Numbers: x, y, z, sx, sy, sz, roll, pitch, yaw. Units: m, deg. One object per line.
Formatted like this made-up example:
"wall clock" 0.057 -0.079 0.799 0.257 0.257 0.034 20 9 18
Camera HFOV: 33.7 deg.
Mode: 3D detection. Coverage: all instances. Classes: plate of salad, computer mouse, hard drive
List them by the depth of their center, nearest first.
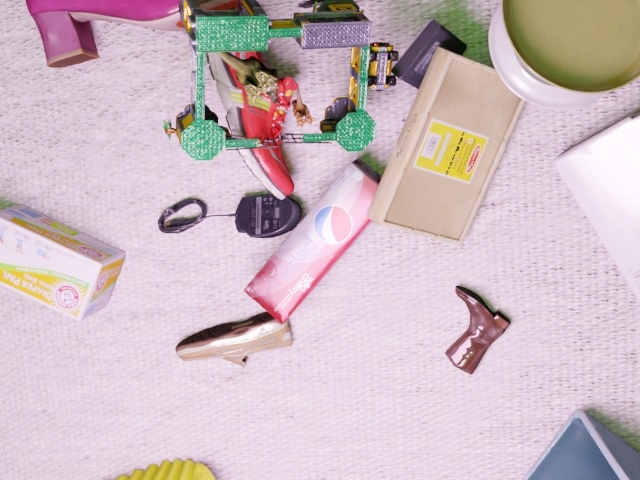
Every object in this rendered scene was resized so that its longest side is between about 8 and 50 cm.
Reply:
"plate of salad" 0.338 -0.282 1.530 0.200 0.048 0.200 1 82 -6
"hard drive" 0.160 -0.264 1.533 0.022 0.135 0.094 43 104 20
"computer mouse" -0.143 -0.034 1.674 0.242 0.041 0.071 -1 76 18

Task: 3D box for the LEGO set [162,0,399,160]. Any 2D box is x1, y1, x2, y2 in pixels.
"LEGO set" -0.073 -0.251 1.504 0.331 0.192 0.255 -11 120 -10

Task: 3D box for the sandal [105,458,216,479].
"sandal" -0.300 0.455 1.738 0.317 0.126 0.138 -19 98 21

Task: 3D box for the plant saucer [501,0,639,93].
"plant saucer" 0.368 -0.319 1.496 0.241 0.037 0.241 1 81 -6

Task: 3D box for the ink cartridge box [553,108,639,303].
"ink cartridge box" 0.515 -0.052 1.485 0.261 0.066 0.296 -31 92 38

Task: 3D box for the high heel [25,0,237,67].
"high heel" -0.275 -0.398 1.603 0.377 0.127 0.181 -15 89 8

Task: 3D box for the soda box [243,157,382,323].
"soda box" 0.000 0.000 1.622 0.083 0.092 0.263 40 103 0

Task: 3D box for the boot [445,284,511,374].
"boot" 0.221 0.141 1.634 0.106 0.037 0.114 38 108 5

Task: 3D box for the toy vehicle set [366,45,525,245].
"toy vehicle set" 0.189 -0.132 1.546 0.166 0.035 0.267 15 104 -34

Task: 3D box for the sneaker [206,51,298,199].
"sneaker" -0.085 -0.201 1.600 0.118 0.107 0.279 -20 90 5

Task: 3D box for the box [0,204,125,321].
"box" -0.435 0.034 1.696 0.203 0.114 0.103 24 102 5

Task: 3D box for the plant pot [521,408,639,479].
"plant pot" 0.436 0.449 1.541 0.252 0.248 0.247 32 103 -12

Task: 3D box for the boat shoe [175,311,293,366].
"boat shoe" -0.137 0.172 1.690 0.190 0.068 0.072 -15 107 12
